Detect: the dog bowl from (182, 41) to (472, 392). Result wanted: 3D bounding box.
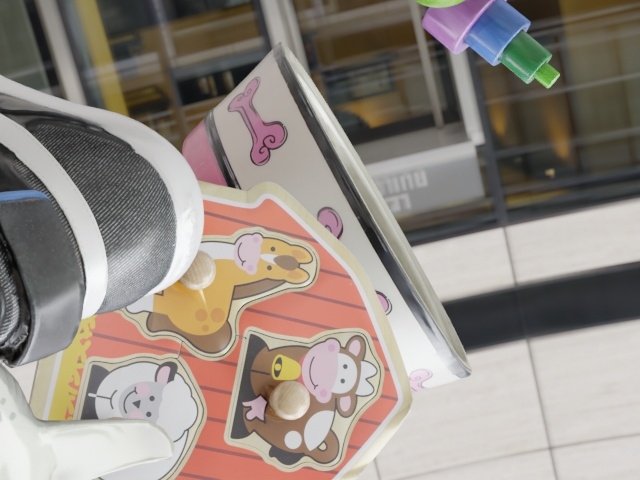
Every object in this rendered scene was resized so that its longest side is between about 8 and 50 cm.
[{"bbox_3d":[0.000,0.000,1.266,0.150,0.408,0.408,-30,-166,6],"label":"dog bowl"}]

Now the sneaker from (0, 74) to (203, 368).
[{"bbox_3d":[-0.157,-0.022,0.372,0.217,0.079,0.121,15,-158,24],"label":"sneaker"}]

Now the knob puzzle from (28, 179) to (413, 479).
[{"bbox_3d":[-0.039,0.062,0.583,0.213,0.213,0.030,-20,180,-23],"label":"knob puzzle"}]

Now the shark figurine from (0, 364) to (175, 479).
[{"bbox_3d":[-0.173,0.140,0.508,0.166,0.278,0.116,4,-163,-45],"label":"shark figurine"}]

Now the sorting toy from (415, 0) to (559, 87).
[{"bbox_3d":[0.141,-0.175,0.731,0.127,0.126,0.365,-47,171,-8],"label":"sorting toy"}]
